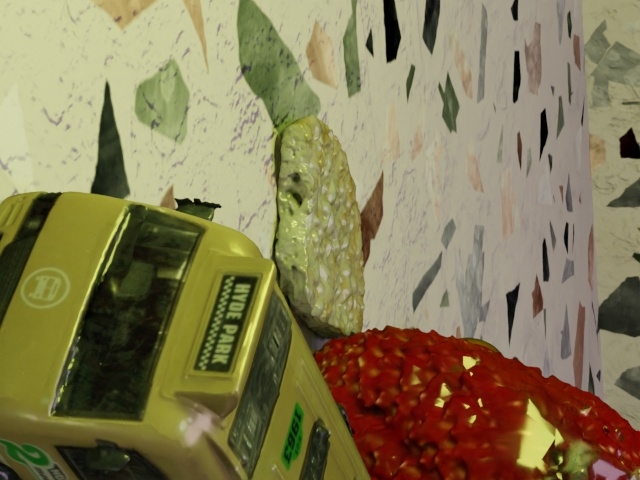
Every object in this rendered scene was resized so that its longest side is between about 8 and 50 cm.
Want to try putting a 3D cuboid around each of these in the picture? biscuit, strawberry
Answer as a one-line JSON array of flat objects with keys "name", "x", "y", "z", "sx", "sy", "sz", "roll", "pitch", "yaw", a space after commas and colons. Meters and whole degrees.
[{"name": "biscuit", "x": 0.000, "y": 0.000, "z": 1.409, "sx": 0.188, "sy": 0.040, "sz": 0.265, "roll": -64, "pitch": 148, "yaw": -51}, {"name": "strawberry", "x": 0.144, "y": 0.216, "z": 1.375, "sx": 0.343, "sy": 0.292, "sz": 0.292, "roll": 49, "pitch": -16, "yaw": 44}]

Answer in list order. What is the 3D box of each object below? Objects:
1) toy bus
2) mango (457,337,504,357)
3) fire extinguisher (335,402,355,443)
[{"name": "toy bus", "x": -0.088, "y": 0.132, "z": 0.921, "sx": 0.365, "sy": 0.201, "sz": 0.177, "roll": 66, "pitch": 32, "yaw": -50}, {"name": "mango", "x": 0.178, "y": 0.221, "z": 1.802, "sx": 0.289, "sy": 0.129, "sz": 0.146, "roll": 75, "pitch": 15, "yaw": -49}, {"name": "fire extinguisher", "x": -0.016, "y": 0.336, "z": 1.219, "sx": 0.113, "sy": 0.200, "sz": 0.376, "roll": -146, "pitch": -141, "yaw": -86}]
